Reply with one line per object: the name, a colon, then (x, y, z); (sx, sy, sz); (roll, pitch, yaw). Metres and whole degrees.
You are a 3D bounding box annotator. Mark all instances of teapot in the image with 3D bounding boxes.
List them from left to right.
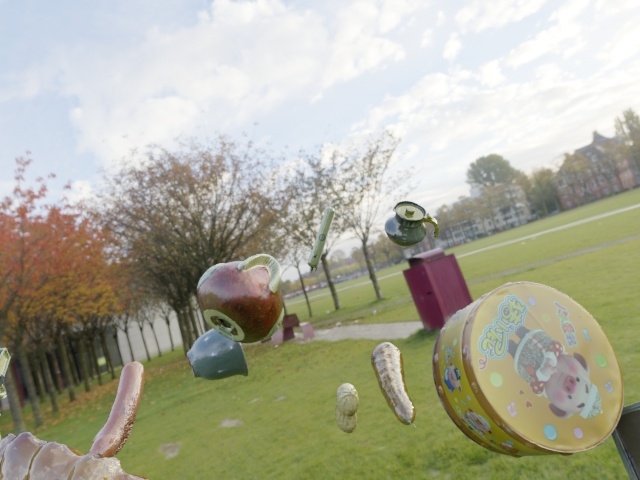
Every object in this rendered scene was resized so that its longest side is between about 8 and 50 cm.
teapot: (0.279, -0.048, 1.287); (0.165, 0.130, 0.119); (6, -48, 1)

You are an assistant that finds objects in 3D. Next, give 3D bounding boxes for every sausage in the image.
sausage: (-0.572, 0.491, 1.218); (0.079, 0.087, 0.327); (-52, 23, 23)

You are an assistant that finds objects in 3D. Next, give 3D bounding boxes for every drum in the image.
drum: (0.526, 0.331, 1.107); (0.430, 0.431, 0.214); (-16, -22, -18)

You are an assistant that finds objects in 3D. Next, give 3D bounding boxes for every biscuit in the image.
biscuit: (-0.294, 0.374, 0.551); (0.325, 0.326, 0.107); (-22, 26, 36)

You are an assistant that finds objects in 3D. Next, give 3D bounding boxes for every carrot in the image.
carrot: (0.157, 0.305, 0.893); (0.078, 0.078, 0.298); (-18, 12, 3)

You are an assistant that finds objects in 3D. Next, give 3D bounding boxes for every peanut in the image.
peanut: (0.089, 0.569, 1.430); (0.082, 0.187, 0.082); (3, 22, -1)

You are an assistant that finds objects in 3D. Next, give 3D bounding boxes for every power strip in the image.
power strip: (0.000, 0.000, 1.069); (0.028, 0.169, 0.076); (18, -4, 2)

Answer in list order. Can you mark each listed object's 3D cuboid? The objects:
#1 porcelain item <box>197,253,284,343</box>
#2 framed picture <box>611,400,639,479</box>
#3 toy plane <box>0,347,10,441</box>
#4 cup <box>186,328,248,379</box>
porcelain item: (-0.195, 0.141, 1.131); (0.252, 0.253, 0.253); (-17, -6, -2)
framed picture: (0.761, 0.472, 0.860); (0.247, 0.022, 0.335); (-44, 23, 33)
toy plane: (-0.587, 0.282, 0.707); (0.092, 0.245, 0.229); (-15, 14, 6)
cup: (-0.329, 0.355, 1.312); (0.149, 0.199, 0.199); (-18, -5, -24)
